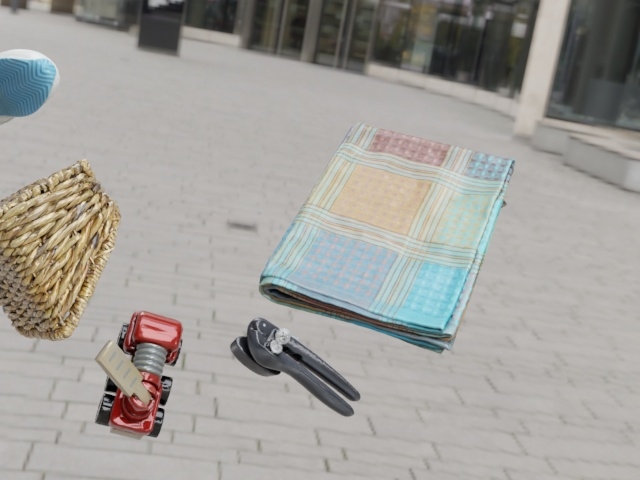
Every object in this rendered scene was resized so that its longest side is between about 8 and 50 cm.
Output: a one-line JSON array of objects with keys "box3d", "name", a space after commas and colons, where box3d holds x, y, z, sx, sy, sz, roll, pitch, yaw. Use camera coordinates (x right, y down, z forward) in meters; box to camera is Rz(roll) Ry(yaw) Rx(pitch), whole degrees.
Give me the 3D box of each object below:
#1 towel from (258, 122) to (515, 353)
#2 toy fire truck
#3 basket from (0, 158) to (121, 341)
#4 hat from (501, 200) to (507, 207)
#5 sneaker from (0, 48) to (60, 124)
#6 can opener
[{"box3d": [0.103, -0.024, 1.359, 0.272, 0.040, 0.370, 15, 48, 15], "name": "towel"}, {"box3d": [-0.321, 0.215, 1.710, 0.159, 0.217, 0.246, 18, -28, -13], "name": "toy fire truck"}, {"box3d": [-0.419, 0.014, 1.558, 0.213, 0.223, 0.299, -35, 13, -28], "name": "basket"}, {"box3d": [0.187, 0.002, 1.824, 0.331, 0.133, 0.331, -3, -13, -1], "name": "hat"}, {"box3d": [-0.399, -0.208, 1.267, 0.229, 0.087, 0.092, -9, 33, 48], "name": "sneaker"}, {"box3d": [-0.023, 0.161, 1.239, 0.186, 0.059, 0.073, 32, -29, -17], "name": "can opener"}]
